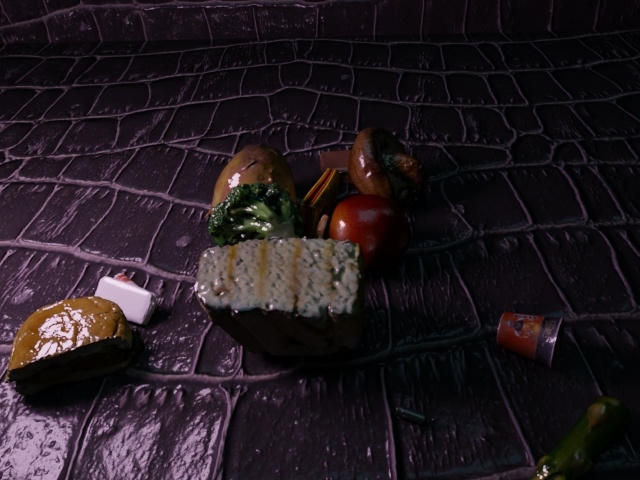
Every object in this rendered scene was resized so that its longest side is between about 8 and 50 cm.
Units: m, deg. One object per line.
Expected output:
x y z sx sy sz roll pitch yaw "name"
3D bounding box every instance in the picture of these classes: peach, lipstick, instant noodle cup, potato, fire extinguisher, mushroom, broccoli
0.138 -0.021 1.613 0.243 0.200 0.244 2 47 -2 "peach"
-0.522 0.135 1.578 0.130 0.039 0.038 29 48 33 "lipstick"
0.495 0.226 1.353 0.135 0.127 0.127 12 40 30 "instant noodle cup"
-0.214 -0.168 1.784 0.300 0.238 0.289 4 39 7 "potato"
0.204 0.384 1.236 0.083 0.025 0.038 14 79 20 "fire extinguisher"
0.213 -0.220 1.857 0.283 0.195 0.263 34 39 1 "mushroom"
-0.157 -0.037 1.590 0.294 0.265 0.245 27 -3 -24 "broccoli"

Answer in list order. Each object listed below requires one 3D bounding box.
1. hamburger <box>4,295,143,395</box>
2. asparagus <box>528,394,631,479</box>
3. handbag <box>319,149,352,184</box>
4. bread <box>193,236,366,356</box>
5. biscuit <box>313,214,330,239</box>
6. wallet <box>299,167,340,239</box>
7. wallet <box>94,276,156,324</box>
-0.599 0.234 1.384 0.308 0.133 0.211 -15 42 -14 "hamburger"
0.520 0.411 1.141 0.342 0.085 0.082 -26 68 -30 "asparagus"
0.095 -0.259 2.020 0.193 0.072 0.151 -1 38 -1 "handbag"
-0.087 0.153 1.374 0.394 0.264 0.240 -1 50 3 "bread"
0.000 0.000 1.637 0.035 0.163 0.250 18 10 5 "biscuit"
0.005 -0.109 1.771 0.067 0.141 0.241 14 38 14 "wallet"
-0.520 0.160 1.519 0.189 0.033 0.095 13 82 22 "wallet"
